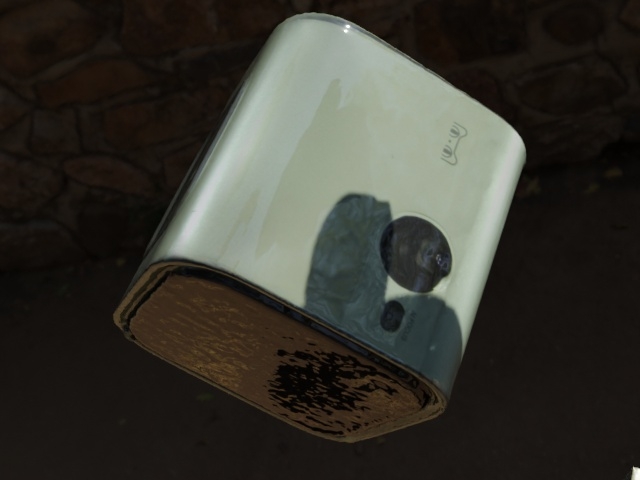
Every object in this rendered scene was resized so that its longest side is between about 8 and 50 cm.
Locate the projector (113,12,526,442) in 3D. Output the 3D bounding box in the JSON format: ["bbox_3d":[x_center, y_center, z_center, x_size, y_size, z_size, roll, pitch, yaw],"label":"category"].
[{"bbox_3d":[0.000,0.000,0.800,0.248,0.249,0.249,-40,24,60],"label":"projector"}]

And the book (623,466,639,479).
[{"bbox_3d":[0.321,0.418,1.106,0.025,0.282,0.214,17,54,7],"label":"book"}]
